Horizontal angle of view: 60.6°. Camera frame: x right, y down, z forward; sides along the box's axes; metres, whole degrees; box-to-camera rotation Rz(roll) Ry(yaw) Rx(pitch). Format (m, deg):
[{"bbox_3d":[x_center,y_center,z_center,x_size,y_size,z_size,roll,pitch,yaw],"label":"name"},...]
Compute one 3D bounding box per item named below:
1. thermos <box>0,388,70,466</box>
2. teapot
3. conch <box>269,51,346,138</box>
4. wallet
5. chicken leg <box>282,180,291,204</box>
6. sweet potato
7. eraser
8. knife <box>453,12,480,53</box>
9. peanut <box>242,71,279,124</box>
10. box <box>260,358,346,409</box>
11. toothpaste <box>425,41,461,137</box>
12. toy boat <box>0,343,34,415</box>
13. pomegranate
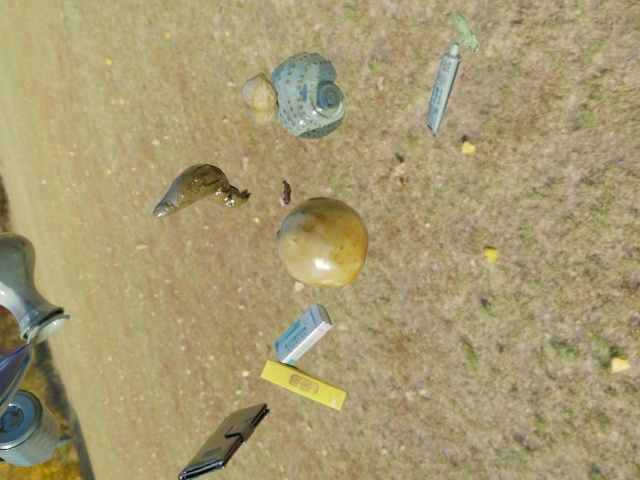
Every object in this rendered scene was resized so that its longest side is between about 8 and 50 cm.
[{"bbox_3d":[-0.743,0.489,1.358,0.286,0.182,0.144,104,145,-53],"label":"thermos"},{"bbox_3d":[-0.691,0.112,1.242,0.251,0.183,0.183,48,147,2],"label":"teapot"},{"bbox_3d":[-0.076,-0.502,1.952,0.319,0.215,0.302,-8,111,33],"label":"conch"},{"bbox_3d":[-0.279,0.587,1.624,0.169,0.317,0.044,-26,93,22],"label":"wallet"},{"bbox_3d":[-0.093,-0.138,1.531,0.036,0.021,0.083,126,142,-59],"label":"chicken leg"},{"bbox_3d":[-0.295,-0.133,1.388,0.098,0.310,0.124,-1,98,32],"label":"sweet potato"},{"bbox_3d":[-0.061,0.321,1.854,0.225,0.052,0.095,-46,39,18],"label":"eraser"},{"bbox_3d":[0.382,-0.540,1.441,0.043,0.293,0.019,-44,73,21],"label":"knife"},{"bbox_3d":[-0.142,-0.338,1.321,0.214,0.100,0.099,139,114,-80],"label":"peanut"},{"bbox_3d":[-0.025,0.279,1.070,0.153,0.043,0.269,23,168,6],"label":"box"},{"bbox_3d":[0.333,-0.411,1.496,0.069,0.047,0.268,39,142,26],"label":"toothpaste"},{"bbox_3d":[-0.581,0.299,0.924,0.129,0.295,0.088,-13,128,35],"label":"toy boat"},{"bbox_3d":[0.014,0.011,1.711,0.307,0.308,0.307,33,131,50],"label":"pomegranate"}]
